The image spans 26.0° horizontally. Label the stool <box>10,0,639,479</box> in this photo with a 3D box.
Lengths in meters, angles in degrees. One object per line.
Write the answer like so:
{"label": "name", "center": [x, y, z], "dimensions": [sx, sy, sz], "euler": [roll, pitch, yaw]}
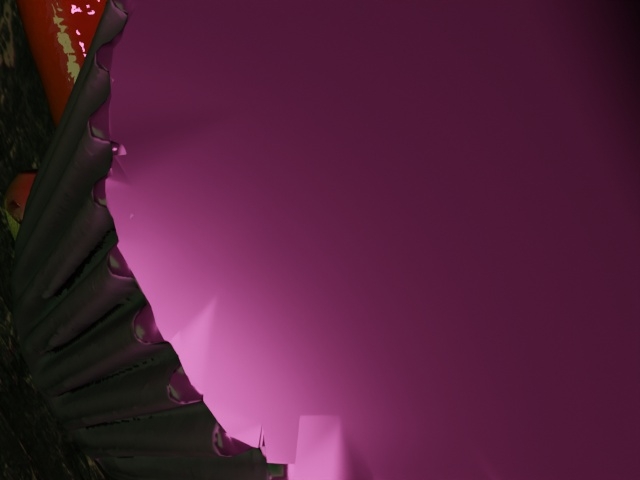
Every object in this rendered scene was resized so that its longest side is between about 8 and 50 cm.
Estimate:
{"label": "stool", "center": [0.000, 0.000, 0.656], "dimensions": [0.297, 0.297, 0.330], "euler": [63, 155, 0]}

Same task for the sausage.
{"label": "sausage", "center": [-0.142, -0.077, 1.006], "dimensions": [0.097, 0.094, 0.348], "euler": [-6, 108, 55]}

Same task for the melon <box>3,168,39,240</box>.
{"label": "melon", "center": [-0.226, 0.010, 1.225], "dimensions": [0.160, 0.079, 0.128], "euler": [31, 136, 43]}
